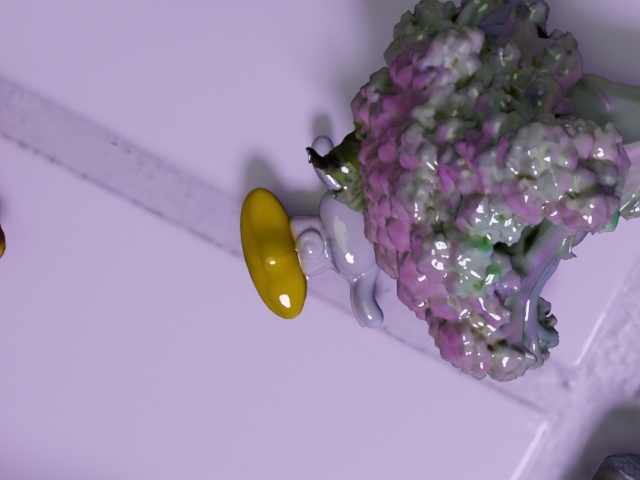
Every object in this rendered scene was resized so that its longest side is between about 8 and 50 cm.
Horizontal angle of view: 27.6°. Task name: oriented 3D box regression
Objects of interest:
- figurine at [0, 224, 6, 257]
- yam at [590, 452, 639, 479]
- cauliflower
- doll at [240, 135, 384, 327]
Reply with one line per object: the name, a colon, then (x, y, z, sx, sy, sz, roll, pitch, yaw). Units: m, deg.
figurine: (-0.303, -0.049, 0.995, 0.122, 0.121, 0.176, -3, 110, 43)
yam: (0.192, 0.271, 0.915, 0.106, 0.106, 0.259, 25, 103, 9)
cauliflower: (0.151, -0.051, 0.835, 0.315, 0.239, 0.256, -10, 54, -3)
doll: (-0.002, -0.008, 0.934, 0.113, 0.071, 0.135, 8, 97, 4)
